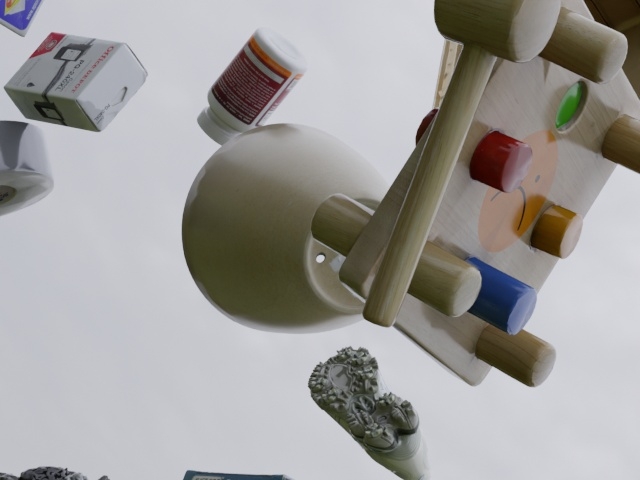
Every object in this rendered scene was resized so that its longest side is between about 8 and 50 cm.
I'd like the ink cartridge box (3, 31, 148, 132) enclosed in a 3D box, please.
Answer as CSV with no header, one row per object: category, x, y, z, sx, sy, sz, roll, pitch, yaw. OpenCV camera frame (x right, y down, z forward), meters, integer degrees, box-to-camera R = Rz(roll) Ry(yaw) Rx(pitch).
ink cartridge box,-0.311,-0.203,2.232,0.150,0.109,0.063,12,-34,42

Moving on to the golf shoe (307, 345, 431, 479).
golf shoe,0.045,0.160,1.555,0.086,0.069,0.176,61,-5,-30

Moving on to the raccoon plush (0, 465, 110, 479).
raccoon plush,-0.257,0.443,1.965,0.216,0.446,0.299,-44,-142,39

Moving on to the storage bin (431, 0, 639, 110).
storage bin,0.258,-0.182,1.727,0.262,0.260,0.123,-23,-60,27

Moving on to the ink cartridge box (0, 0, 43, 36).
ink cartridge box,-0.379,-0.373,2.016,0.208,0.206,0.045,31,-4,-39

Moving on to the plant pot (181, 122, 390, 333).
plant pot,0.000,0.000,2.001,0.256,0.256,0.274,62,-14,-15

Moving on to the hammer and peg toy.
hammer and peg toy,0.105,-0.050,1.192,0.127,0.266,0.361,30,-5,30

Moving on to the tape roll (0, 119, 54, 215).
tape roll,-0.462,-0.085,2.298,0.219,0.219,0.072,138,-61,-64

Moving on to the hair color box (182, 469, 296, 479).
hair color box,0.026,0.341,1.734,0.347,0.105,0.174,32,-23,-31

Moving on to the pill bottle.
pill bottle,-0.092,-0.196,2.285,0.086,0.086,0.152,47,-70,16
